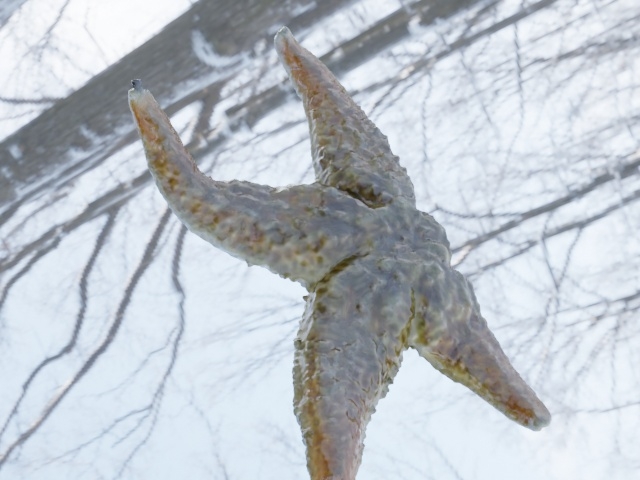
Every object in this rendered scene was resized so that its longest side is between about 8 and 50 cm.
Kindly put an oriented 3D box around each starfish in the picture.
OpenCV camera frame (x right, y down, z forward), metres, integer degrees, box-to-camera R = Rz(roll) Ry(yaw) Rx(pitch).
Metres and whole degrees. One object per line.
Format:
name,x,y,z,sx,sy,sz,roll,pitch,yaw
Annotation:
starfish,-0.002,0.002,0.486,0.138,0.050,0.247,-6,-128,-38
